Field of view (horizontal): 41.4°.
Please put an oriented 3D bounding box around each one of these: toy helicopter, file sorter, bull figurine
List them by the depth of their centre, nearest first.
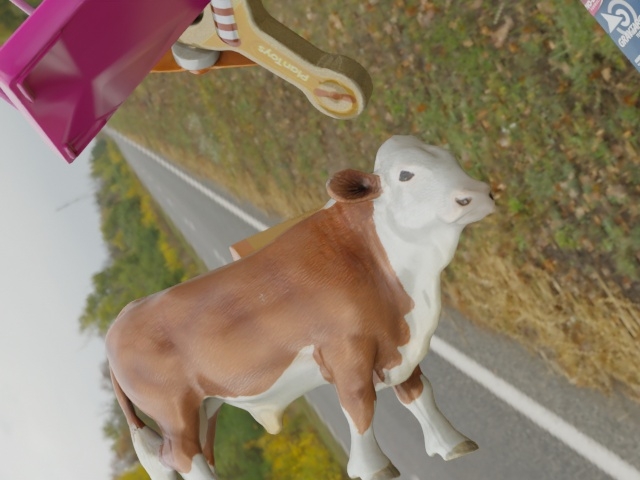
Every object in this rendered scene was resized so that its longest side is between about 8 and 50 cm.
[{"bbox_3d":[-0.010,0.065,0.540,0.101,0.310,0.188,6,-116,-57],"label":"bull figurine"},{"bbox_3d":[-0.172,-0.241,0.606,0.182,0.291,0.202,38,170,0],"label":"file sorter"},{"bbox_3d":[-0.101,-0.247,1.022,0.355,0.140,0.235,32,147,-6],"label":"toy helicopter"}]

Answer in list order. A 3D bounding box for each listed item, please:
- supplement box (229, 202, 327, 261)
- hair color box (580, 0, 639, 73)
[{"bbox_3d":[0.000,0.000,1.152,0.080,0.233,0.078,67,171,-18],"label":"supplement box"},{"bbox_3d":[0.464,-0.269,1.019,0.347,0.174,0.105,54,168,10],"label":"hair color box"}]
